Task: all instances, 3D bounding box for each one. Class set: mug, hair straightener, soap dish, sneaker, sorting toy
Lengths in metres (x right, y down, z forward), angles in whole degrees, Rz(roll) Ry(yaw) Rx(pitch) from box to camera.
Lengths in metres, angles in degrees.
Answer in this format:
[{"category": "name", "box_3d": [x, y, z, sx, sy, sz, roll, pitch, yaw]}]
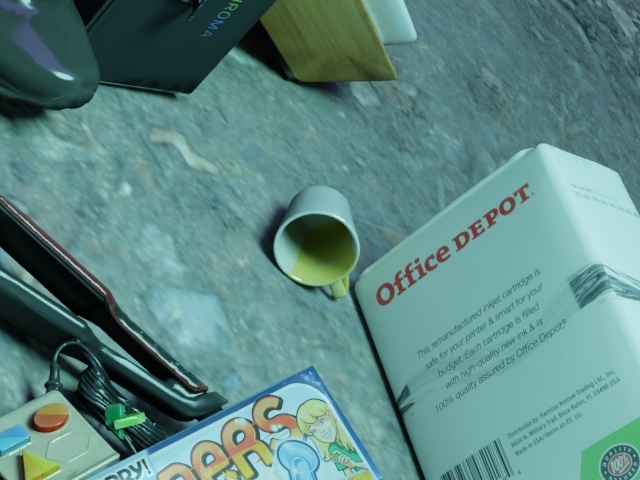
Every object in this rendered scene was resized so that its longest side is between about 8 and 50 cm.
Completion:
[{"category": "mug", "box_3d": [-0.003, -0.002, 1.070, 0.062, 0.078, 0.064, 10, 30, -3]}, {"category": "hair straightener", "box_3d": [-0.134, 0.078, 0.829, 0.230, 0.047, 0.089, 46, 52, -19]}, {"category": "soap dish", "box_3d": [-0.036, -0.287, 1.187, 0.229, 0.118, 0.291, 53, 13, -62]}, {"category": "sneaker", "box_3d": [-0.219, -0.214, 0.926, 0.286, 0.130, 0.109, 57, 29, 7]}, {"category": "sorting toy", "box_3d": [-0.134, 0.100, 0.759, 0.083, 0.012, 0.062, -27, 52, -38]}]

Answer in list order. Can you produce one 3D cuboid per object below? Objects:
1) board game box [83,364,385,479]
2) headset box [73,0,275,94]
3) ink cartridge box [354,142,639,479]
[{"category": "board game box", "box_3d": [-0.045, 0.165, 0.797, 0.201, 0.035, 0.136, -24, 76, -43]}, {"category": "headset box", "box_3d": [-0.111, -0.274, 1.012, 0.131, 0.246, 0.283, 3, 55, -45]}, {"category": "ink cartridge box", "box_3d": [0.163, 0.101, 1.025, 0.115, 0.198, 0.273, 13, 48, -46]}]
